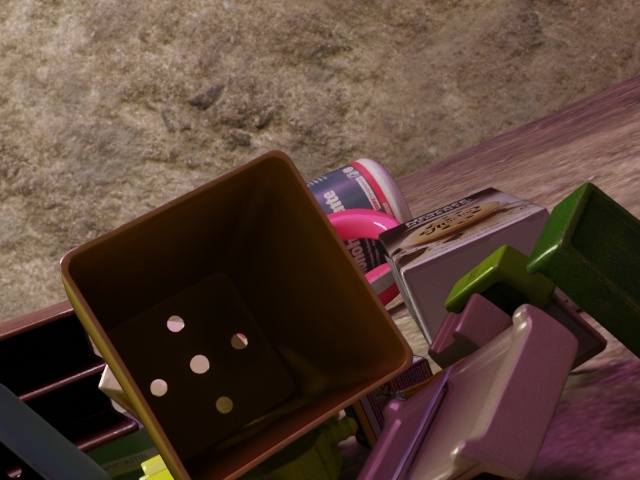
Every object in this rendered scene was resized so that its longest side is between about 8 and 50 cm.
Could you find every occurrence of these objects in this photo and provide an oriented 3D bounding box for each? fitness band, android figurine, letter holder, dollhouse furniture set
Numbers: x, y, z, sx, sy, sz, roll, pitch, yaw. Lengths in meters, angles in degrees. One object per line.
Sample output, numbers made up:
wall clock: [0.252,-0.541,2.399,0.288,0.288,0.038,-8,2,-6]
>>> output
fitness band: [-0.001,0.053,1.554,0.290,0.054,0.209,-29,35,-16]
android figurine: [-0.094,0.221,0.969,0.272,0.056,0.248,-26,7,-10]
letter holder: [-0.373,0.185,1.181,0.301,0.152,0.214,-20,5,-19]
dollhouse furniture set: [0.155,0.132,0.809,0.197,0.151,0.301,-45,7,46]

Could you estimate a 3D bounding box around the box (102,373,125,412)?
box: [-0.309,0.233,1.480,0.137,0.072,0.126,-24,7,-17]

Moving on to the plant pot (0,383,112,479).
plant pot: [-0.268,0.214,0.880,0.165,0.165,0.234,-48,7,-2]

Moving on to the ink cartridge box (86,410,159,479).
ink cartridge box: [-0.243,0.250,1.232,0.171,0.056,0.235,-21,5,14]

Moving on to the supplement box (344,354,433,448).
supplement box: [0.065,0.147,1.006,0.083,0.055,0.043,-24,7,-16]

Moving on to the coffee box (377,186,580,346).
coffee box: [0.173,0.031,1.267,0.168,0.119,0.297,-24,7,1]

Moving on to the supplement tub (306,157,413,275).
supplement tub: [0.000,0.000,1.755,0.272,0.191,0.191,-25,7,-12]

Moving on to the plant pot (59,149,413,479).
plant pot: [-0.086,0.085,0.933,0.212,0.212,0.187,-29,-8,-24]

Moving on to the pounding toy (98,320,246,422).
pounding toy: [-0.149,0.170,1.168,0.181,0.206,0.094,4,61,24]
